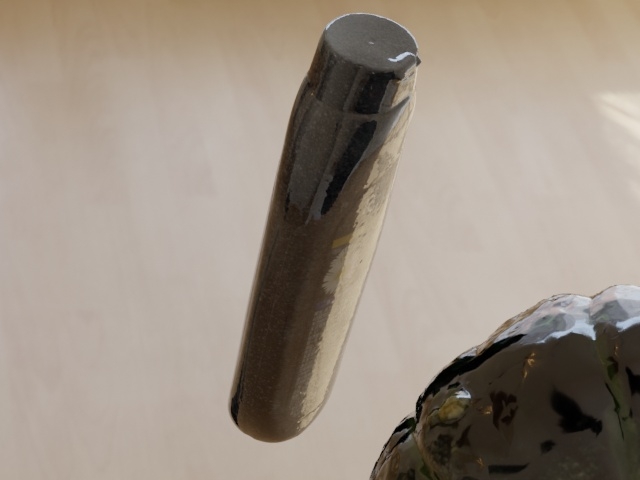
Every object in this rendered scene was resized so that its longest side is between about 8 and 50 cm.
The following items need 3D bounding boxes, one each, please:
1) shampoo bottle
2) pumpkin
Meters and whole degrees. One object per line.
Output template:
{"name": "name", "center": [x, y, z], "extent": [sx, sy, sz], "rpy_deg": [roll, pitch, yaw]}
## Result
{"name": "shampoo bottle", "center": [0.000, 0.000, 0.670], "extent": [0.049, 0.234, 0.087], "rpy_deg": [26, 43, 13]}
{"name": "pumpkin", "center": [0.117, 0.124, 0.501], "extent": [0.220, 0.220, 0.162], "rpy_deg": [26, 12, 5]}
